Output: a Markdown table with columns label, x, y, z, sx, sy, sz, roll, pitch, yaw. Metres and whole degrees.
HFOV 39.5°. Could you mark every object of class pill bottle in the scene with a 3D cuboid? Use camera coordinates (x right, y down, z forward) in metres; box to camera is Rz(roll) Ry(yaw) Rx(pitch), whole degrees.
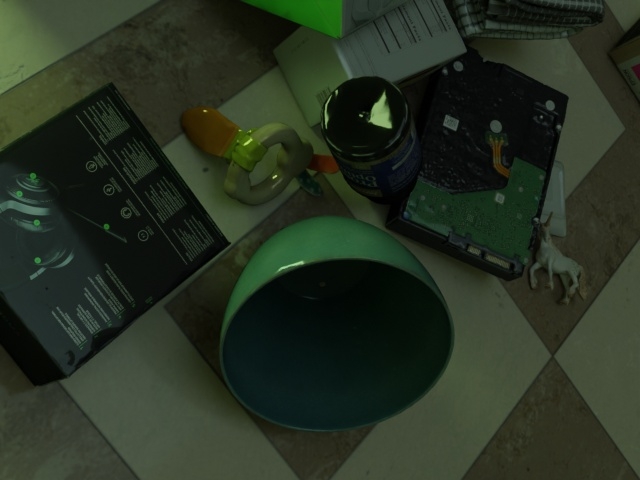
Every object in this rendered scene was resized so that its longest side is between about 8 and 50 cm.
| label | x | y | z | sx | sy | sz | roll | pitch | yaw |
| --- | --- | --- | --- | --- | --- | --- | --- | --- | --- |
| pill bottle | 0.080 | -0.131 | 1.259 | 0.122 | 0.219 | 0.123 | -4 | 71 | 12 |

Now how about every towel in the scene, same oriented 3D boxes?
| label | x | y | z | sx | sy | sz | roll | pitch | yaw |
| --- | --- | --- | --- | --- | --- | --- | --- | --- | --- |
| towel | 0.332 | -0.458 | 1.453 | 0.283 | 0.121 | 0.235 | -7 | 83 | -36 |

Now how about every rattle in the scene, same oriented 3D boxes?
| label | x | y | z | sx | sy | sz | roll | pitch | yaw |
| --- | --- | --- | --- | --- | --- | --- | --- | --- | --- |
| rattle | -0.083 | -0.127 | 1.280 | 0.199 | 0.142 | 0.130 | -18 | 120 | -49 |

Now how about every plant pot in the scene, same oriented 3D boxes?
| label | x | y | z | sx | sy | sz | roll | pitch | yaw |
| --- | --- | --- | --- | --- | --- | --- | --- | --- | --- |
| plant pot | 0.012 | 0.080 | 1.166 | 0.290 | 0.290 | 0.195 | 27 | 29 | -24 |

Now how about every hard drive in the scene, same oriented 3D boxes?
| label | x | y | z | sx | sy | sz | roll | pitch | yaw |
| --- | --- | --- | --- | --- | --- | --- | --- | --- | --- |
| hard drive | 0.258 | -0.131 | 1.444 | 0.236 | 0.064 | 0.339 | 22 | 69 | -13 |

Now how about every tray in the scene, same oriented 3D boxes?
| label | x | y | z | sx | sy | sz | roll | pitch | yaw |
| --- | --- | --- | --- | --- | --- | --- | --- | --- | --- |
| tray | 0.334 | -0.100 | 1.540 | 0.270 | 0.030 | 0.145 | 12 | 72 | -30 |

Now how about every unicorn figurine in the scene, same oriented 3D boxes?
| label | x | y | z | sx | sy | sz | roll | pitch | yaw |
| --- | --- | --- | --- | --- | --- | --- | --- | --- | --- |
| unicorn figurine | 0.404 | 0.039 | 1.537 | 0.162 | 0.060 | 0.111 | 36 | 59 | -38 |

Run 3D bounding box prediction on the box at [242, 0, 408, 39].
| label | x | y | z | sx | sy | sz | roll | pitch | yaw |
| --- | --- | --- | --- | --- | --- | --- | --- | --- | --- |
| box | -0.003 | -0.410 | 1.256 | 0.261 | 0.127 | 0.231 | 28 | 46 | 28 |

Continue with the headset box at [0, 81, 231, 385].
| label | x | y | z | sx | sy | sz | roll | pitch | yaw |
| --- | --- | --- | --- | --- | --- | --- | --- | --- | --- |
| headset box | -0.297 | -0.002 | 1.047 | 0.283 | 0.131 | 0.246 | -43 | 102 | -33 |

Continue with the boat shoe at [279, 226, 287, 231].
| label | x | y | z | sx | sy | sz | roll | pitch | yaw |
| --- | --- | --- | --- | --- | --- | --- | --- | --- | --- |
| boat shoe | 0.000 | 0.000 | 1.288 | 0.152 | 0.056 | 0.049 | 17 | 63 | -38 |

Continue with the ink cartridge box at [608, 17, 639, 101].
| label | x | y | z | sx | sy | sz | roll | pitch | yaw |
| --- | --- | --- | --- | --- | --- | --- | --- | --- | --- |
| ink cartridge box | 0.718 | -0.348 | 1.815 | 0.193 | 0.088 | 0.235 | -43 | 103 | -32 |

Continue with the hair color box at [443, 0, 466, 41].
| label | x | y | z | sx | sy | sz | roll | pitch | yaw |
| --- | --- | --- | --- | --- | --- | --- | --- | --- | --- |
| hair color box | 0.262 | -0.542 | 1.564 | 0.185 | 0.110 | 0.339 | 33 | 60 | -24 |

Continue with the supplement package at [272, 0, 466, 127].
| label | x | y | z | sx | sy | sz | roll | pitch | yaw |
| --- | --- | --- | --- | --- | --- | --- | --- | --- | --- |
| supplement package | 0.078 | -0.289 | 1.358 | 0.244 | 0.139 | 0.134 | -28 | 92 | -34 |
